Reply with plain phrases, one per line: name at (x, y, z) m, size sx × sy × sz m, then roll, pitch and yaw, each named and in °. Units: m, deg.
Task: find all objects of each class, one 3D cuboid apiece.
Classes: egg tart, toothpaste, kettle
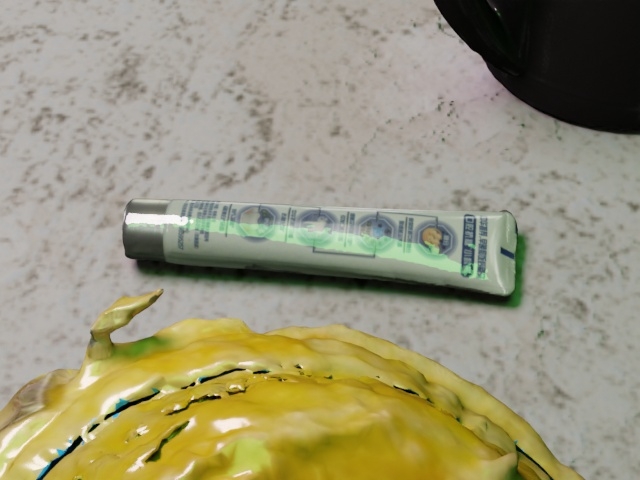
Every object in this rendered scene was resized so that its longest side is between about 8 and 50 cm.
egg tart at (-0.005, 0.190, 0.623) m, size 0.388 × 0.169 × 0.388 m, roll 8°, pitch 60°, yaw -15°
toothpaste at (0.000, 0.000, 0.904) m, size 0.239 × 0.039 × 0.062 m, roll 3°, pitch 56°, yaw 4°
kettle at (0.176, -0.223, 0.914) m, size 0.268 × 0.290 × 0.207 m, roll -28°, pitch 56°, yaw -16°
